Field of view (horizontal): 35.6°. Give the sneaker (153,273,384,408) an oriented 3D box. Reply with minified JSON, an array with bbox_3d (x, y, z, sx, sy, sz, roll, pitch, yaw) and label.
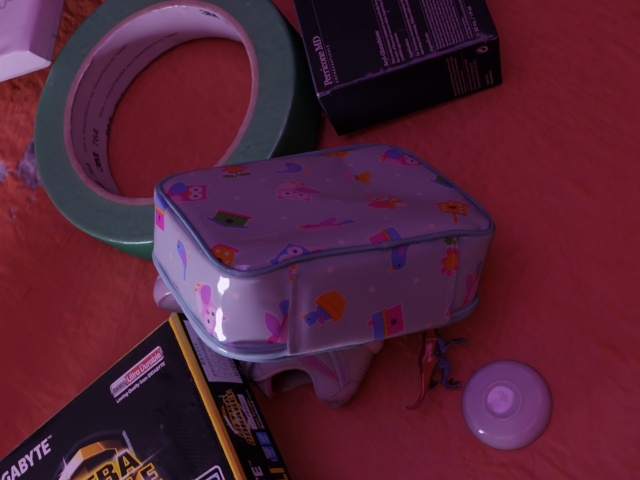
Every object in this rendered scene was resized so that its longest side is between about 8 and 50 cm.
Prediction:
[{"bbox_3d":[-0.061,0.091,0.972,0.252,0.103,0.111,14,76,24],"label":"sneaker"}]

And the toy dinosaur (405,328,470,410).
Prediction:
[{"bbox_3d":[0.109,0.100,0.924,0.047,0.090,0.082,0,117,30],"label":"toy dinosaur"}]

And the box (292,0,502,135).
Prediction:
[{"bbox_3d":[0.063,-0.265,1.038,0.184,0.103,0.261,-16,68,6],"label":"box"}]

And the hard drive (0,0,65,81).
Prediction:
[{"bbox_3d":[-0.384,-0.362,1.234,0.233,0.047,0.353,-6,70,38],"label":"hard drive"}]

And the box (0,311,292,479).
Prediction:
[{"bbox_3d":[-0.172,0.261,0.923,0.322,0.079,0.257,-39,65,24],"label":"box"}]

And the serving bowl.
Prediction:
[{"bbox_3d":[0.168,0.148,0.911,0.083,0.027,0.083,-6,71,19],"label":"serving bowl"}]

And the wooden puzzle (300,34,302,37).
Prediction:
[{"bbox_3d":[-0.011,-0.195,1.096,0.116,0.014,0.078,-45,64,1],"label":"wooden puzzle"}]

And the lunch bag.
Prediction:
[{"bbox_3d":[0.000,0.000,0.891,0.224,0.279,0.108,41,134,51],"label":"lunch bag"}]

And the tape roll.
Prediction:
[{"bbox_3d":[-0.160,-0.139,1.090,0.321,0.077,0.321,-7,71,21],"label":"tape roll"}]
